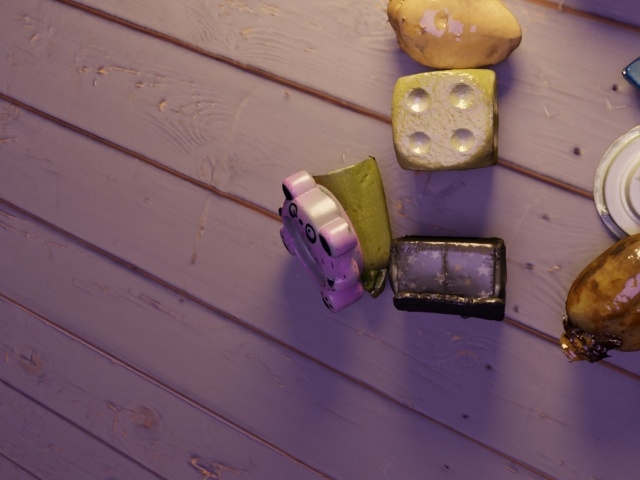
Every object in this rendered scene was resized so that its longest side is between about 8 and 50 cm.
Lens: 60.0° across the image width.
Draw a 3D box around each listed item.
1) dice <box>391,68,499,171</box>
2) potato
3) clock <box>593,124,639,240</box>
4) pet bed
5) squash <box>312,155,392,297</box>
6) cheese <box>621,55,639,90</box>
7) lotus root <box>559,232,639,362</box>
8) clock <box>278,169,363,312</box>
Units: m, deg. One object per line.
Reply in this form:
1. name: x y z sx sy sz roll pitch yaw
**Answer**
1. dice: 0.227 -0.211 0.988 0.169 0.169 0.166 1 102 21
2. potato: 0.226 -0.377 0.977 0.235 0.128 0.161 40 116 3
3. clock: 0.596 -0.090 0.941 0.237 0.053 0.236 5 104 20
4. pet bed: 0.239 0.074 1.041 0.211 0.183 0.159 1 95 18
5. squash: 0.094 -0.028 1.124 0.137 0.137 0.287 -15 110 22
6. cheese: 0.611 -0.198 0.877 0.189 0.074 0.286 -35 70 0
7. lotus root: 0.539 0.086 0.946 0.169 0.141 0.314 33 117 -6
8. clock: 0.000 0.000 1.067 0.090 0.248 0.227 -29 61 -15
